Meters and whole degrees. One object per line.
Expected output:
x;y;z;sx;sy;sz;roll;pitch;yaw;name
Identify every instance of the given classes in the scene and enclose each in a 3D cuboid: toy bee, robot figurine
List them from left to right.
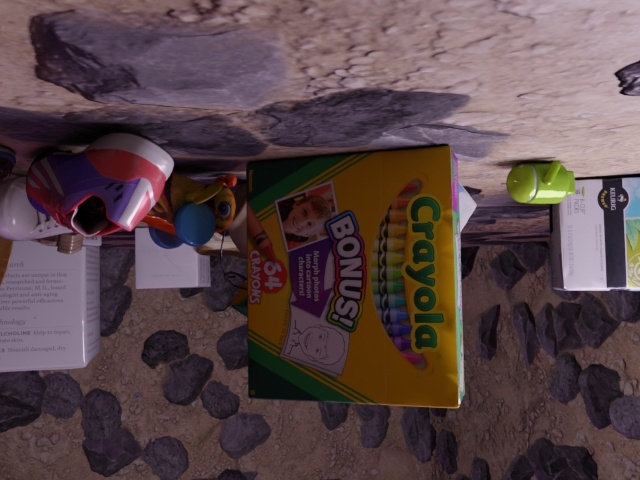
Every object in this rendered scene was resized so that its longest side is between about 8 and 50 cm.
-0.215;-0.057;1.049;0.195;0.162;0.298;6;155;25;toy bee
0.357;-0.093;1.035;0.115;0.067;0.101;0;175;-13;robot figurine

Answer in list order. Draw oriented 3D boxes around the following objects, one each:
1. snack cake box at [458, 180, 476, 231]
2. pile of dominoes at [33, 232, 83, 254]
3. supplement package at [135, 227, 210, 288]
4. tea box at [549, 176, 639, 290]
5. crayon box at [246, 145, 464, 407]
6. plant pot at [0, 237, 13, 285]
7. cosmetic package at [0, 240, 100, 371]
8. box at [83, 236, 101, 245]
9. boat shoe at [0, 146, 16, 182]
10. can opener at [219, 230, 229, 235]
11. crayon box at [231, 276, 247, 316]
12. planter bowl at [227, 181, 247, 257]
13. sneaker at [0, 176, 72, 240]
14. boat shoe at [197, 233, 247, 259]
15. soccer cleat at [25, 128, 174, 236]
0.143;-0.028;1.189;0.089;0.152;0.264;47;154;-21;snack cake box
-0.581;-0.025;1.189;0.251;0.040;0.196;14;-170;-2;pile of dominoes
-0.489;0.062;2.127;0.199;0.197;0.262;-2;176;-1;supplement package
0.653;-0.006;1.306;0.324;0.219;0.329;-3;176;17;tea box
0.051;0.055;0.953;0.313;0.362;0.106;-3;176;19;crayon box
-0.858;0.020;1.411;0.255;0.237;0.237;13;174;-9;plant pot
-0.785;0.139;1.723;0.328;0.393;0.329;-1;176;-12;cosmetic package
-0.529;-0.038;1.346;0.087;0.101;0.101;-4;177;7;box
-0.443;-0.092;0.812;0.066;0.066;0.183;0;176;-8;boat shoe
-0.206;-0.061;1.474;0.093;0.074;0.280;35;167;-10;can opener
-0.042;0.028;1.204;0.081;0.278;0.165;37;159;-23;crayon box
-0.113;-0.043;1.173;0.109;0.162;0.162;31;162;-24;planter bowl
-0.444;-0.062;1.092;0.123;0.105;0.290;-4;-173;6;sneaker
-0.264;0.000;2.074;0.302;0.098;0.109;4;160;-37;boat shoe
-0.316;-0.056;0.832;0.318;0.116;0.109;-7;147;43;soccer cleat
